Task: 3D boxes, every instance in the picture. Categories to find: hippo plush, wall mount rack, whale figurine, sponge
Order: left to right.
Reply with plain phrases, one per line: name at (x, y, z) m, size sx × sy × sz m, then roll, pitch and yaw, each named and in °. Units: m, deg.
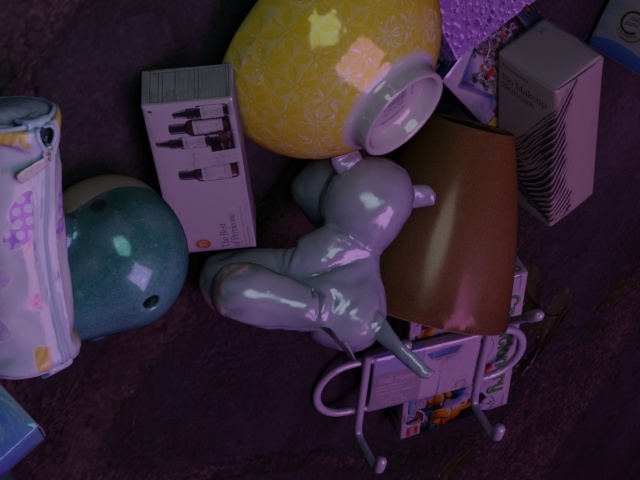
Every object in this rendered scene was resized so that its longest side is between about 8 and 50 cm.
whale figurine at (-0.257, 0.056, 1.681) m, size 0.272 × 0.141 × 0.216 m, roll -38°, pitch 147°, yaw -17°
hippo plush at (0.000, 0.000, 1.895) m, size 0.234 × 0.294 × 0.236 m, roll 18°, pitch 89°, yaw -28°
wall mount rack at (0.174, 0.190, 2.290) m, size 0.350 × 0.130 × 0.304 m, roll -12°, pitch 136°, yaw -19°
sponge at (0.210, -0.325, 1.956) m, size 0.210 × 0.031 × 0.117 m, roll -39°, pitch 117°, yaw -20°

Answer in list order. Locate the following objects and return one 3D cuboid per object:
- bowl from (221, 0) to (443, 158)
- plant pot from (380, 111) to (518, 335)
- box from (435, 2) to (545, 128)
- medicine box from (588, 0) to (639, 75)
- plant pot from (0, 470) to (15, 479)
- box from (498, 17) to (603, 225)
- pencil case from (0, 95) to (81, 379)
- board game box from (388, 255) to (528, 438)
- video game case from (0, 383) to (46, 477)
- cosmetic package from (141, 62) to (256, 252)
bowl at (0.043, -0.186, 1.765) m, size 0.289 × 0.156 × 0.289 m, roll -38°, pitch 157°, yaw -19°
plant pot at (0.165, -0.031, 2.088) m, size 0.237 × 0.237 × 0.254 m, roll 0°, pitch 108°, yaw -53°
box at (0.237, -0.240, 2.112) m, size 0.159 × 0.044 × 0.233 m, roll -53°, pitch 149°, yaw 1°
medicine box at (0.585, -0.282, 2.311) m, size 0.289 × 0.263 × 0.149 m, roll -4°, pitch 125°, yaw -51°
plant pot at (-0.416, 0.307, 1.647) m, size 0.290 × 0.290 × 0.195 m, roll 91°, pitch 10°, yaw -45°
box at (0.306, -0.155, 2.140) m, size 0.094 × 0.113 × 0.275 m, roll -37°, pitch 145°, yaw -21°
pencil case at (-0.294, -0.004, 1.526) m, size 0.113 × 0.124 × 0.273 m, roll -44°, pitch 139°, yaw -59°
board game box at (0.205, 0.163, 2.423) m, size 0.193 × 0.053 × 0.305 m, roll -17°, pitch 137°, yaw -17°
video game case at (-0.437, 0.182, 1.472) m, size 0.269 × 0.244 × 0.061 m, roll -43°, pitch 170°, yaw -15°
cosmetic package at (-0.130, -0.084, 1.738) m, size 0.099 × 0.060 × 0.239 m, roll -4°, pitch 139°, yaw 3°
